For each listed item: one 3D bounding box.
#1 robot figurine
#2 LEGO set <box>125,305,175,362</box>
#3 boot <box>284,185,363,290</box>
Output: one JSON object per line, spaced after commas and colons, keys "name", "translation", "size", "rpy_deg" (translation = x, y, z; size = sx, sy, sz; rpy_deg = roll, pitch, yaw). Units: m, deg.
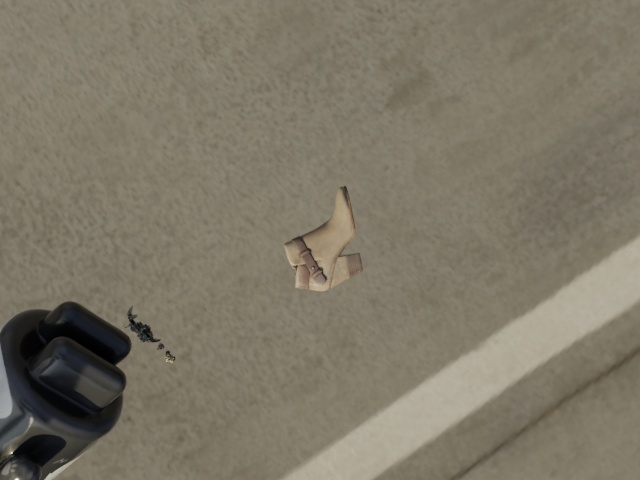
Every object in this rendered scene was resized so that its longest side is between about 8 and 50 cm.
{"name": "robot figurine", "translation": [-0.335, 0.190, 1.190], "size": [0.278, 0.174, 0.209], "rpy_deg": [-39, 172, 23]}
{"name": "LEGO set", "translation": [-0.204, 0.115, 1.229], "size": [0.023, 0.083, 0.054], "rpy_deg": [-39, 153, -7]}
{"name": "boot", "translation": [0.000, 0.000, 1.238], "size": [0.086, 0.042, 0.119], "rpy_deg": [-10, 81, 1]}
